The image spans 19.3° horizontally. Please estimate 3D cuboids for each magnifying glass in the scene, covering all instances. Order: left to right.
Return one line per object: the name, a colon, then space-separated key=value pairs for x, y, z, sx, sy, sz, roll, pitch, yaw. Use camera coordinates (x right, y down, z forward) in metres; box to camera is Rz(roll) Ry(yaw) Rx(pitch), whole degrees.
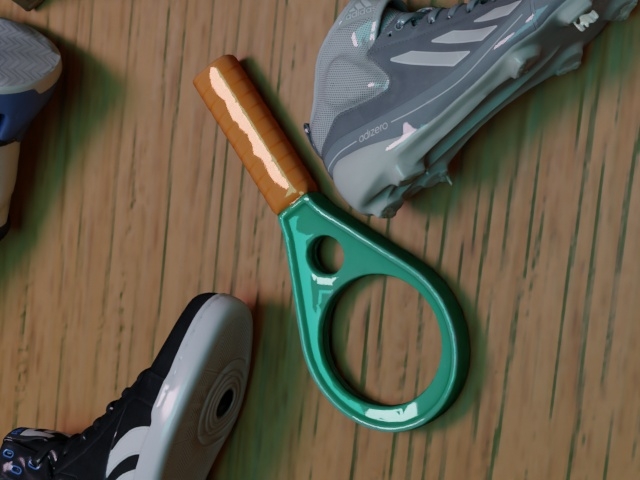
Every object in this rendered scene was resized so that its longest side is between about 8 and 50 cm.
magnifying glass: x=0.000 y=0.000 z=1.025 sx=0.092 sy=0.026 sz=0.231 roll=-37 pitch=76 yaw=26

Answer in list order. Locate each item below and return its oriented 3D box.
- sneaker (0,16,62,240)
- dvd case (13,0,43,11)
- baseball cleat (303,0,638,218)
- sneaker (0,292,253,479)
sneaker: x=-0.315 y=-0.041 z=1.089 sx=0.316 sy=0.127 sz=0.182 roll=6 pitch=117 yaw=-6
dvd case: x=-0.237 y=-0.219 z=1.026 sx=0.018 sy=0.221 sz=0.164 roll=-37 pitch=76 yaw=5
baseball cleat: x=0.068 y=-0.104 z=0.953 sx=0.206 sy=0.072 sz=0.109 roll=-42 pitch=69 yaw=21
sneaker: x=-0.124 y=0.112 z=1.070 sx=0.121 sy=0.079 sz=0.217 roll=26 pitch=108 yaw=23
